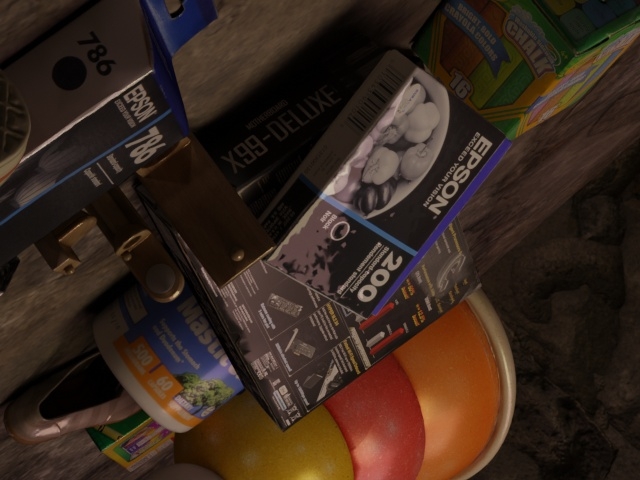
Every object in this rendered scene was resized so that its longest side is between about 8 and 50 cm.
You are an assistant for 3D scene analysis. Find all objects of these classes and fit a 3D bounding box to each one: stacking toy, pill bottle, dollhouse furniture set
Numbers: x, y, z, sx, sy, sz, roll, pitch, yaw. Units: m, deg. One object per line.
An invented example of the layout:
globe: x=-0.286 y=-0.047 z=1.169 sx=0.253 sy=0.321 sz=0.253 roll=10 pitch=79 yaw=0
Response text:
stacking toy: x=-0.035 y=0.211 z=1.834 sx=0.350 sy=0.350 sz=0.480 roll=-46 pitch=174 yaw=41
pill bottle: x=-0.078 y=0.054 z=1.696 sx=0.272 sy=0.152 sz=0.152 roll=-38 pitch=170 yaw=7
dollhouse furniture set: x=-0.137 y=-0.009 z=1.304 sx=0.144 sy=0.123 sz=0.151 roll=-37 pitch=170 yaw=2

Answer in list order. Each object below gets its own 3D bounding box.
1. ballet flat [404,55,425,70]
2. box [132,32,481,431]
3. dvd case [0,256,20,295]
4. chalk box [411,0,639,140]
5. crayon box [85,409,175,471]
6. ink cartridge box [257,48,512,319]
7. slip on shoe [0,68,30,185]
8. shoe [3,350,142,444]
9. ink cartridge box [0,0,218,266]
ballet flat: x=0.069 y=-0.151 z=1.622 sx=0.173 sy=0.049 sz=0.058 roll=8 pitch=90 yaw=-76
box: x=0.000 y=0.000 z=1.531 sx=0.242 sy=0.076 sz=0.307 roll=-36 pitch=138 yaw=-10
dvd case: x=-0.318 y=0.084 z=1.250 sx=0.221 sy=0.018 sz=0.164 roll=-34 pitch=-171 yaw=-1
chalk box: x=0.205 y=-0.207 z=1.549 sx=0.132 sy=0.132 sz=0.213 roll=-30 pitch=167 yaw=-34
crayon box: x=-0.204 y=0.193 z=2.089 sx=0.165 sy=0.081 sz=0.278 roll=-36 pitch=169 yaw=-7
ink cartridge box: x=0.063 y=-0.035 z=1.462 sx=0.206 sy=0.045 sz=0.208 roll=-52 pitch=140 yaw=7
slip on shoe: x=-0.289 y=-0.005 z=0.869 sx=0.331 sy=0.123 sz=0.101 roll=-33 pitch=174 yaw=-47
shoe: x=-0.240 y=0.162 z=1.848 sx=0.219 sy=0.077 sz=0.058 roll=-24 pitch=168 yaw=-44
ink cartridge box: x=-0.191 y=-0.055 z=1.108 sx=0.332 sy=0.065 sz=0.165 roll=-37 pitch=169 yaw=-3
